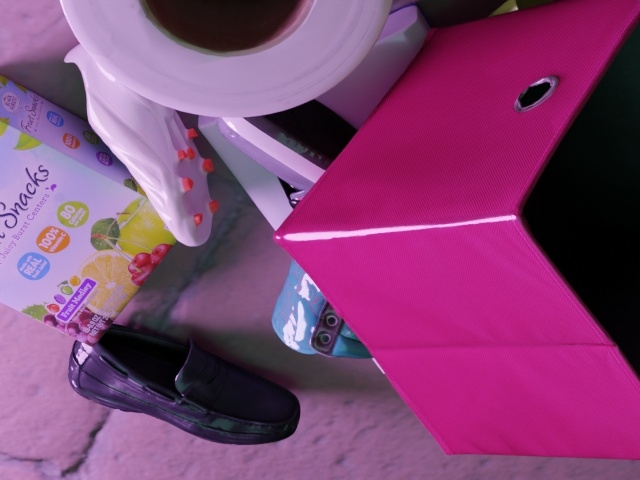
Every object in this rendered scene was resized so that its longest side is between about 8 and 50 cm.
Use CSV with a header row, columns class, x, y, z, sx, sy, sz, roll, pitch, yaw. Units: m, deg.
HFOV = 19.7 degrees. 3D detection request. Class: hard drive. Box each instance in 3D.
class,x,y,z,sx,sy,sz,roll,pitch,yaw
hard drive,0.068,-0.035,1.600,0.210,0.040,0.319,-25,123,18

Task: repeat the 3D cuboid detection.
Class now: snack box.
class,x,y,z,sx,sy,sz,roll,pitch,yaw
snack box,-0.240,-0.023,1.597,0.207,0.070,0.174,28,122,-18

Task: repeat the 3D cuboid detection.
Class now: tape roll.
class,x,y,z,sx,sy,sz,roll,pitch,yaw
tape roll,-0.066,-0.236,1.369,0.246,0.169,0.246,1,128,1

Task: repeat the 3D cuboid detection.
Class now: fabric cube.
class,x,y,z,sx,sy,sz,roll,pitch,yaw
fabric cube,0.177,-0.010,1.371,0.258,0.254,0.259,-5,131,51

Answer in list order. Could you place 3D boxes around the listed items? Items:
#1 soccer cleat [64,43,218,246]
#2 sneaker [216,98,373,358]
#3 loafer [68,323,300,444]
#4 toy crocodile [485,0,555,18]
class,x,y,z,sx,sy,sz,roll,pitch,yaw
soccer cleat,-0.147,-0.084,1.535,0.076,0.068,0.196,-16,103,24
sneaker,0.000,0.000,1.531,0.295,0.124,0.178,32,112,-23
loafer,-0.123,0.132,1.710,0.223,0.076,0.078,16,134,-7
toy crocodile,0.291,-0.118,1.497,0.340,0.105,0.115,24,157,-10
